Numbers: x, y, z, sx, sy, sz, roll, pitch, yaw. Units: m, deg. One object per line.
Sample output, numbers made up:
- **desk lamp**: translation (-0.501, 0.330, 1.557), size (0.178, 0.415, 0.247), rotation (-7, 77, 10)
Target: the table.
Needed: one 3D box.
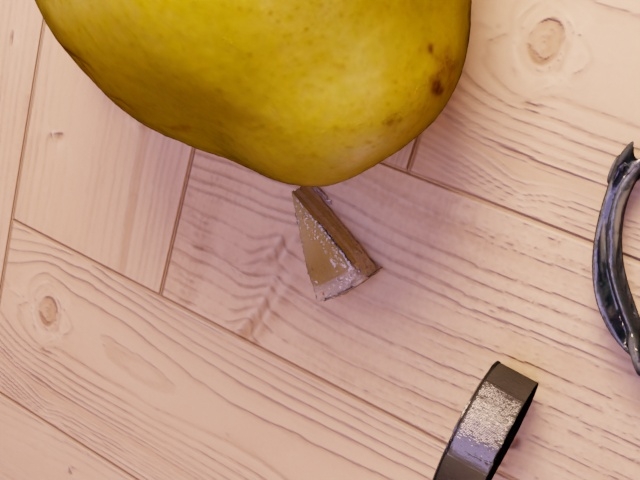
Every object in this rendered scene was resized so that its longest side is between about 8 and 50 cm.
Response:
- **table**: translation (0.149, 0.178, 0.756), size (0.043, 0.133, 0.133), rotation (27, 111, 20)

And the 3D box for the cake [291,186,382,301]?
- **cake**: translation (0.000, 0.000, 0.848), size (0.065, 0.052, 0.121), rotation (-39, 81, 30)

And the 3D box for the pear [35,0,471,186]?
- **pear**: translation (-0.051, -0.242, 0.667), size (0.362, 0.362, 0.418), rotation (-36, 87, 28)

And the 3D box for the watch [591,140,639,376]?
- **watch**: translation (0.315, 0.022, 0.680), size (0.193, 0.068, 0.206), rotation (23, 106, 26)
